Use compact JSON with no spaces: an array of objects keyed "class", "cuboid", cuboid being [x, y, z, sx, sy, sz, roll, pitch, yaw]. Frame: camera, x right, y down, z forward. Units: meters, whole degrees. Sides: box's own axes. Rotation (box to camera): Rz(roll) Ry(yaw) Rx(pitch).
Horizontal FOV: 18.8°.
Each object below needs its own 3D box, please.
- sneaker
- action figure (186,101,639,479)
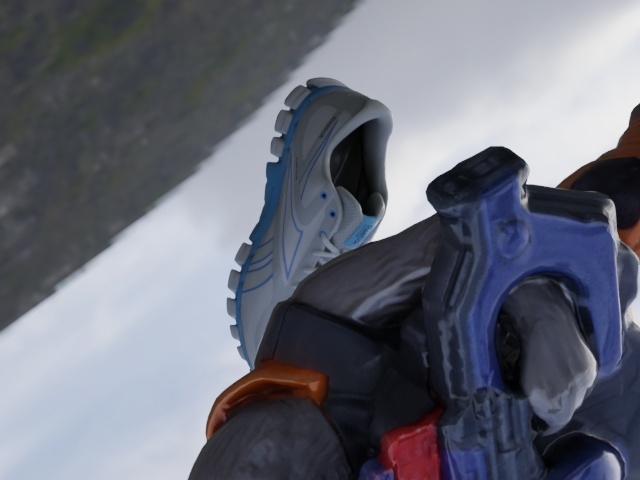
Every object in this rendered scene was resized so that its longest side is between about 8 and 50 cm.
[{"class":"sneaker","cuboid":[0.000,0.000,1.134,0.071,0.190,0.083,8,-175,-32]},{"class":"action figure","cuboid":[0.079,0.094,0.788,0.330,0.341,0.178,-19,-153,-37]}]
